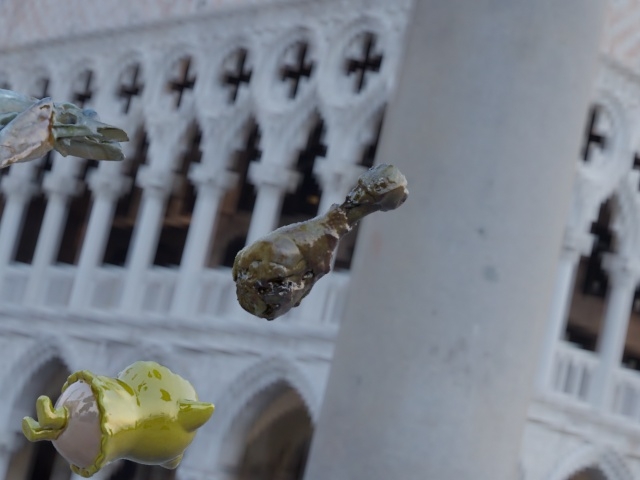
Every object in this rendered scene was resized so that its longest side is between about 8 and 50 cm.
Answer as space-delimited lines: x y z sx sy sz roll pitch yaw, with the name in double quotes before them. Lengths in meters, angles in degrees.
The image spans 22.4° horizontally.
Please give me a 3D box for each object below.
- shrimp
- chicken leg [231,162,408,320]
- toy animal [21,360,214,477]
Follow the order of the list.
"shrimp" -0.366 -0.115 1.806 0.317 0.077 0.168 3 36 -17
"chicken leg" -0.002 -0.003 1.904 0.087 0.251 0.107 52 6 15
"toy animal" -0.257 0.229 2.040 0.229 0.156 0.156 4 -6 -29
